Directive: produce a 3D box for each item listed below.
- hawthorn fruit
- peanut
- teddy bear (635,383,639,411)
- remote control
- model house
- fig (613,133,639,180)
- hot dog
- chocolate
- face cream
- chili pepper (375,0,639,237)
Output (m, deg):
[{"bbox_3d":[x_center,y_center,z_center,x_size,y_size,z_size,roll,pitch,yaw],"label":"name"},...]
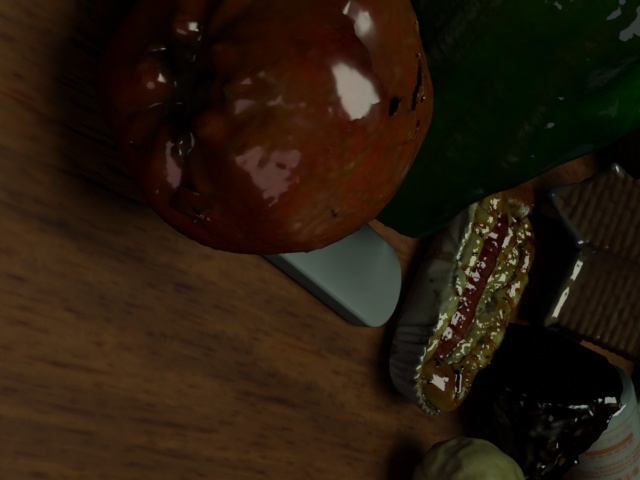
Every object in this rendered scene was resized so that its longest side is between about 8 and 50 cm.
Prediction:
[{"bbox_3d":[-0.021,-0.094,0.909,0.299,0.211,0.211,0,94,-75],"label":"hawthorn fruit"},{"bbox_3d":[0.150,0.304,1.261,0.130,0.130,0.290,-53,134,-39],"label":"peanut"},{"bbox_3d":[0.540,0.175,1.659,0.327,0.375,0.362,35,50,-38],"label":"teddy bear"},{"bbox_3d":[0.000,0.000,1.096,0.245,0.022,0.077,39,60,-50],"label":"remote control"},{"bbox_3d":[0.306,0.026,1.435,0.166,0.172,0.183,29,83,-59],"label":"model house"},{"bbox_3d":[0.409,-0.092,1.559,0.368,0.286,0.286,-52,144,6],"label":"fig"},{"bbox_3d":[0.131,0.045,1.251,0.252,0.069,0.131,-63,141,-28],"label":"hot dog"},{"bbox_3d":[0.203,0.176,1.334,0.156,0.156,0.133,-22,130,-53],"label":"chocolate"},{"bbox_3d":[0.314,0.255,1.519,0.101,0.101,0.251,-51,133,-40],"label":"face cream"},{"bbox_3d":[0.155,-0.123,0.984,0.213,0.385,0.167,-4,66,-24],"label":"chili pepper"}]
